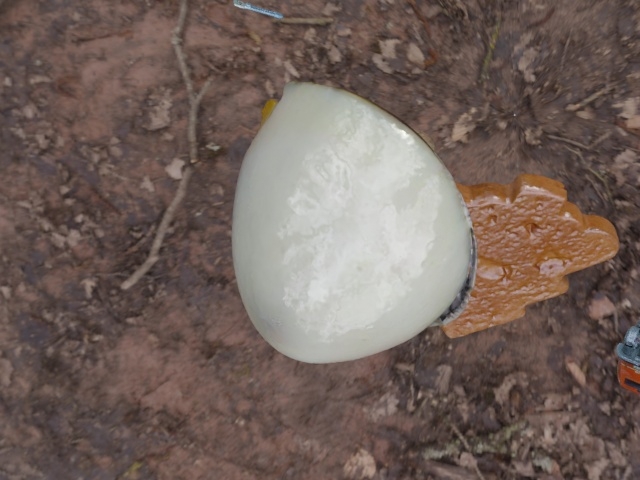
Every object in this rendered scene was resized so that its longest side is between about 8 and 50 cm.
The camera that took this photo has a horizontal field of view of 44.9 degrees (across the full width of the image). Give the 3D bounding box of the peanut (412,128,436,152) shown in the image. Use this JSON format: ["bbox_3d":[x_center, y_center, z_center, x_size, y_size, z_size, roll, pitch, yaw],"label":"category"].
[{"bbox_3d":[0.170,-0.175,1.498,0.104,0.228,0.085,-14,97,7],"label":"peanut"}]

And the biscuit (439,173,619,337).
[{"bbox_3d":[0.231,0.028,1.054,0.284,0.043,0.306,13,134,-11],"label":"biscuit"}]

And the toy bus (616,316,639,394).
[{"bbox_3d":[0.610,0.159,1.341,0.121,0.265,0.120,22,140,30],"label":"toy bus"}]

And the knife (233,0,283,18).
[{"bbox_3d":[-0.115,-0.430,1.436,0.096,0.027,0.010,12,125,-16],"label":"knife"}]

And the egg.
[{"bbox_3d":[0.004,0.003,0.753,0.264,0.174,0.286,25,137,34],"label":"egg"}]
